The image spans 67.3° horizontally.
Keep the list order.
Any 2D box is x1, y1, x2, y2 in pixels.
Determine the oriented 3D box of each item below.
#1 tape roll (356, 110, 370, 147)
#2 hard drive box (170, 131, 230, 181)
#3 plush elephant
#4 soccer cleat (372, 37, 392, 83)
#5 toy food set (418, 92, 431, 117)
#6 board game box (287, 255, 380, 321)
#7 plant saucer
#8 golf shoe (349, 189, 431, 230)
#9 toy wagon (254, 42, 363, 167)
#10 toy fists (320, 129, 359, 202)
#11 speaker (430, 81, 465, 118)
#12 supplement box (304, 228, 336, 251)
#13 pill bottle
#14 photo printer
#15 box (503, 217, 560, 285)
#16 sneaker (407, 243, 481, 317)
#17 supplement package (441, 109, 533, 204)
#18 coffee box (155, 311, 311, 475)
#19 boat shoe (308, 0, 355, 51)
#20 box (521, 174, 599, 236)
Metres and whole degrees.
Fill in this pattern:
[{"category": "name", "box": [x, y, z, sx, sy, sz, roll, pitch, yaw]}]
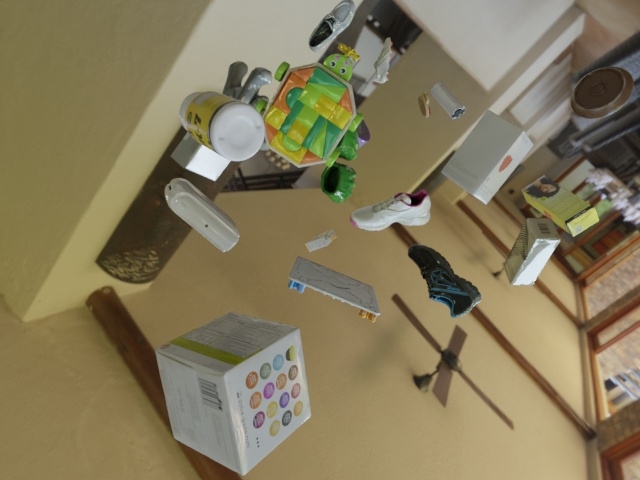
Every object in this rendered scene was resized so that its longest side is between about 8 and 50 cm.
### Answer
[{"category": "tape roll", "box": [0.093, -0.420, 1.769, 0.189, 0.080, 0.189, 35, -144, -31]}, {"category": "hard drive box", "box": [-0.464, -0.360, 1.961, 0.089, 0.181, 0.232, 41, -173, 18]}, {"category": "plush elephant", "box": [-0.226, -0.440, 1.733, 0.255, 0.330, 0.271, 22, -177, -39]}, {"category": "soccer cleat", "box": [0.279, -0.812, 2.167, 0.076, 0.197, 0.068, 8, -168, 5]}, {"category": "toy food set", "box": [0.346, -0.450, 1.599, 0.083, 0.020, 0.084, -107, -2, -74]}, {"category": "board game box", "box": [0.055, 0.200, 2.071, 0.389, 0.051, 0.390, 22, -170, -2]}, {"category": "plant saucer", "box": [0.822, -0.441, 1.417, 0.029, 0.168, 0.169, 23, -149, -42]}, {"category": "golf shoe", "box": [0.257, -0.120, 1.761, 0.305, 0.140, 0.115, -8, -132, -8]}, {"category": "toy wagon", "box": [-0.015, -0.378, 1.321, 0.267, 0.345, 0.068, 33, -162, -4]}, {"category": "toy fists", "box": [0.065, -0.263, 1.590, 0.142, 0.096, 0.280, 10, -97, -60]}, {"category": "speaker", "box": [0.428, -0.472, 1.620, 0.055, 0.055, 0.136, 11, -138, -49]}, {"category": "supplement box", "box": [0.000, 0.000, 1.673, 0.062, 0.098, 0.036, -42, -74, -46]}, {"category": "pill bottle", "box": [-0.217, -0.252, 1.029, 0.119, 0.119, 0.208, 19, -170, -42]}, {"category": "photo printer", "box": [-0.461, -0.111, 1.842, 0.307, 0.107, 0.256, 43, -179, -25]}, {"category": "box", "box": [0.792, 0.047, 1.818, 0.094, 0.275, 0.113, 1, -133, -3]}, {"category": "sneaker", "box": [0.449, 0.148, 1.851, 0.341, 0.139, 0.125, 44, 169, 27]}, {"category": "supplement package", "box": [0.652, -0.321, 1.880, 0.175, 0.293, 0.177, 45, -163, 33]}, {"category": "coffee box", "box": [-0.274, 0.468, 1.574, 0.334, 0.337, 0.338, -23, -69, -49]}, {"category": "boat shoe", "box": [0.041, -0.791, 1.773, 0.079, 0.227, 0.081, 44, -162, -4]}, {"category": "box", "box": [0.688, -0.106, 1.396, 0.058, 0.087, 0.232, 52, -172, -31]}]
